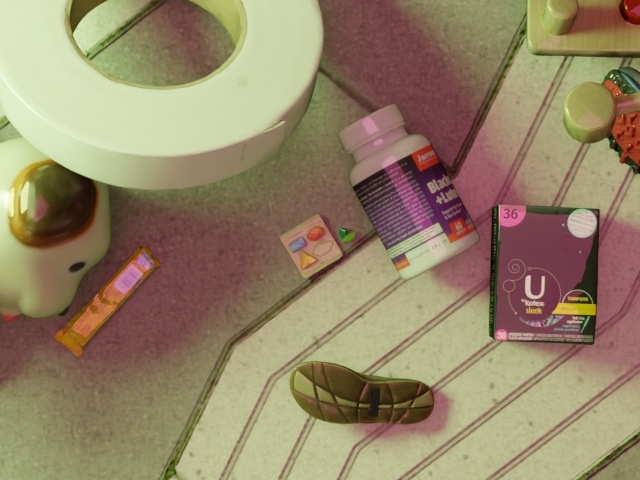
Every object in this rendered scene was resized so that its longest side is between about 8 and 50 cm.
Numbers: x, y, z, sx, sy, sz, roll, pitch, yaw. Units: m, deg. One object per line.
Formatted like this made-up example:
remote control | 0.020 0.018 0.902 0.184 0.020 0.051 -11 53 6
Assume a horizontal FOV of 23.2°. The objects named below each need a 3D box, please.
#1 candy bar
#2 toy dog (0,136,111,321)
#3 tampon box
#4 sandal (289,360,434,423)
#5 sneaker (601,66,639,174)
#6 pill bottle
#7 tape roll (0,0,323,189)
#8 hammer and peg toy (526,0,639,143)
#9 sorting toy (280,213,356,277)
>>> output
candy bar | -0.259 0.073 1.907 0.040 0.018 0.161 42 91 -2
toy dog | -0.446 -0.032 1.809 0.408 0.284 0.395 8 80 -3
tampon box | 0.263 0.040 1.846 0.120 0.101 0.161 1 89 1
sandal | 0.048 0.186 1.885 0.180 0.049 0.072 8 96 -12
sneaker | 0.445 -0.114 1.858 0.125 0.104 0.262 -35 77 -30
pill bottle | 0.100 -0.060 1.850 0.108 0.108 0.193 -29 89 2
tape roll | -0.188 -0.232 1.782 0.392 0.072 0.392 5 57 -7
hammer and peg toy | 0.371 -0.281 1.801 0.266 0.127 0.361 1 76 2
sorting toy | 0.000 0.000 1.901 0.083 0.012 0.062 -31 88 2
